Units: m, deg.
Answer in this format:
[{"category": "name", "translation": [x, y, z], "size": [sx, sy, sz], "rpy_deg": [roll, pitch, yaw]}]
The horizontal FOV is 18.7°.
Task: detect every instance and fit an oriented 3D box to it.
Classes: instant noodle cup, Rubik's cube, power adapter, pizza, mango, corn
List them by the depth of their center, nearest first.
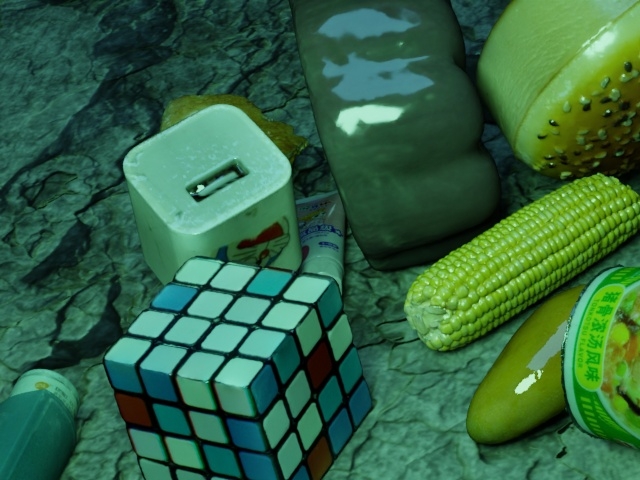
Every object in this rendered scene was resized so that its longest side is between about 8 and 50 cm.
[{"category": "instant noodle cup", "translation": [0.320, 0.098, 1.514], "size": [0.232, 0.207, 0.207], "rpy_deg": [9, 40, 40]}, {"category": "mango", "translation": [0.194, 0.102, 1.638], "size": [0.184, 0.085, 0.102], "rpy_deg": [-35, 3, -19]}, {"category": "Rubik's cube", "translation": [-0.068, 0.122, 1.656], "size": [0.155, 0.151, 0.154], "rpy_deg": [9, 42, 29]}, {"category": "corn", "translation": [0.184, 0.016, 1.772], "size": [0.248, 0.081, 0.081], "rpy_deg": [-31, 37, -23]}, {"category": "power adapter", "translation": [-0.094, -0.004, 1.805], "size": [0.130, 0.205, 0.125], "rpy_deg": [-32, 56, -17]}, {"category": "pizza", "translation": [-0.098, -0.090, 2.056], "size": [0.134, 0.056, 0.271], "rpy_deg": [-33, 37, -22]}]

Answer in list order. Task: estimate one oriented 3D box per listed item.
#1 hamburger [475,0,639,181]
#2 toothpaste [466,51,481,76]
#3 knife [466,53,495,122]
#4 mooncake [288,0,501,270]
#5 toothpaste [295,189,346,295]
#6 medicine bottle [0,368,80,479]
[{"category": "hamburger", "translation": [0.291, -0.177, 1.826], "size": [0.300, 0.300, 0.176], "rpy_deg": [-32, 72, -24]}, {"category": "toothpaste", "translation": [0.233, -0.164, 2.047], "size": [0.164, 0.046, 0.034], "rpy_deg": [11, 42, 31]}, {"category": "knife", "translation": [0.194, -0.155, 2.033], "size": [0.245, 0.072, 0.019], "rpy_deg": [10, 9, 31]}, {"category": "mooncake", "translation": [0.073, -0.127, 1.852], "size": [0.154, 0.306, 0.306], "rpy_deg": [-14, 34, 4]}, {"category": "toothpaste", "translation": [0.000, 0.000, 1.907], "size": [0.067, 0.043, 0.194], "rpy_deg": [-16, 28, 6]}, {"category": "medicine bottle", "translation": [-0.259, 0.213, 1.659], "size": [0.124, 0.079, 0.258], "rpy_deg": [-7, 34, 18]}]
